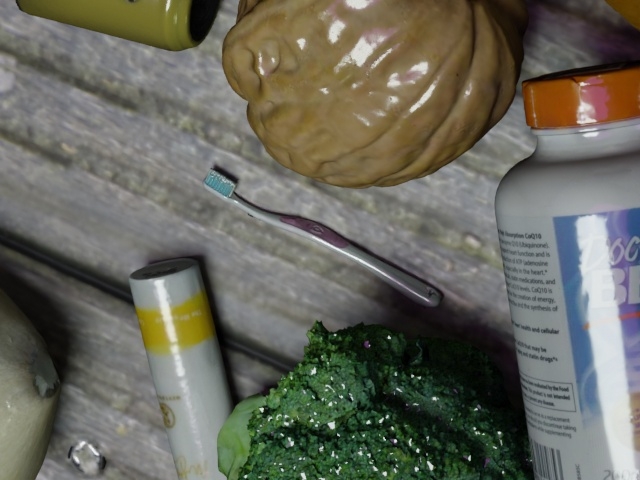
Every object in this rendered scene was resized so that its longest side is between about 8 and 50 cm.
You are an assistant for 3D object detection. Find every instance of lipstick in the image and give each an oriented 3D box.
[{"bbox_3d":[-0.093,0.146,1.276,0.059,0.059,0.263,-8,103,20],"label":"lipstick"}]

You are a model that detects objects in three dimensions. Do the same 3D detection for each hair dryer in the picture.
[{"bbox_3d":[-0.123,-0.280,1.148,0.135,0.090,0.278,16,105,13],"label":"hair dryer"}]

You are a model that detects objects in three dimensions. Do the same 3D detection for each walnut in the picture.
[{"bbox_3d":[0.034,-0.133,1.081,0.213,0.213,0.213,5,108,16],"label":"walnut"}]

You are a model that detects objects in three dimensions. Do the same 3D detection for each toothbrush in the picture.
[{"bbox_3d":[0.000,0.000,1.225,0.204,0.017,0.022,29,132,8],"label":"toothbrush"}]

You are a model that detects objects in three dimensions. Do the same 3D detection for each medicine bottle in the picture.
[{"bbox_3d":[0.200,0.030,1.060,0.157,0.157,0.288,-6,99,19],"label":"medicine bottle"}]

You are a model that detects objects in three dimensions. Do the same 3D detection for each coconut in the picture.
[{"bbox_3d":[-0.304,0.121,1.262,0.222,0.202,0.202,-17,101,23],"label":"coconut"}]

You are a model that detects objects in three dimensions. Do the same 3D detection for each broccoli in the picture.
[{"bbox_3d":[0.033,0.170,1.168,0.270,0.270,0.269,15,114,46],"label":"broccoli"}]

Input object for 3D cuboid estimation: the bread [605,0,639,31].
[{"bbox_3d":[0.234,-0.179,0.966,0.138,0.077,0.361,-43,127,19],"label":"bread"}]
